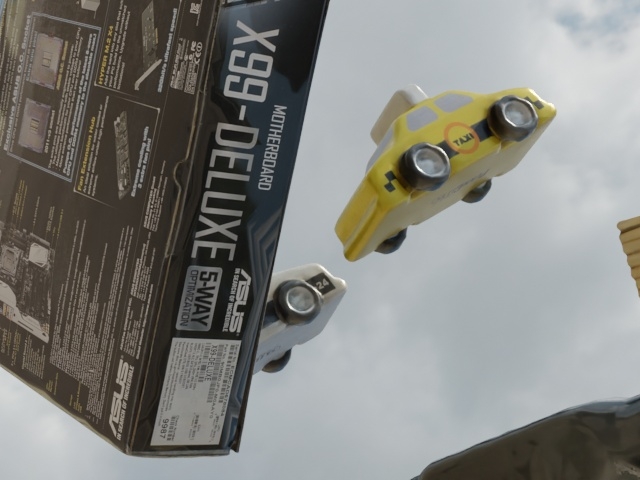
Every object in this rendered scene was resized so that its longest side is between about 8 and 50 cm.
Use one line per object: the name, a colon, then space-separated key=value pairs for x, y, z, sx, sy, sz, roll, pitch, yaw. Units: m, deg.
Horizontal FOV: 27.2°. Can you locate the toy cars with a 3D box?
toy cars: x=0.000 y=0.000 z=0.993 sx=0.393 sy=0.176 sz=0.087 roll=-41 pitch=-105 yaw=8

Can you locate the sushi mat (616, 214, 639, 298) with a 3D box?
sushi mat: x=0.259 y=0.021 z=0.476 sx=0.316 sy=0.019 sz=0.151 roll=-21 pitch=-108 yaw=41

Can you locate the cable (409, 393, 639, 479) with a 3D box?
cable: x=0.108 y=0.067 z=0.336 sx=0.287 sy=0.139 sz=0.072 roll=-31 pitch=-114 yaw=46

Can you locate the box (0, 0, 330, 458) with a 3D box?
box: x=-0.116 y=-0.058 z=0.773 sx=0.242 sy=0.076 sz=0.307 roll=20 pitch=-79 yaw=49
